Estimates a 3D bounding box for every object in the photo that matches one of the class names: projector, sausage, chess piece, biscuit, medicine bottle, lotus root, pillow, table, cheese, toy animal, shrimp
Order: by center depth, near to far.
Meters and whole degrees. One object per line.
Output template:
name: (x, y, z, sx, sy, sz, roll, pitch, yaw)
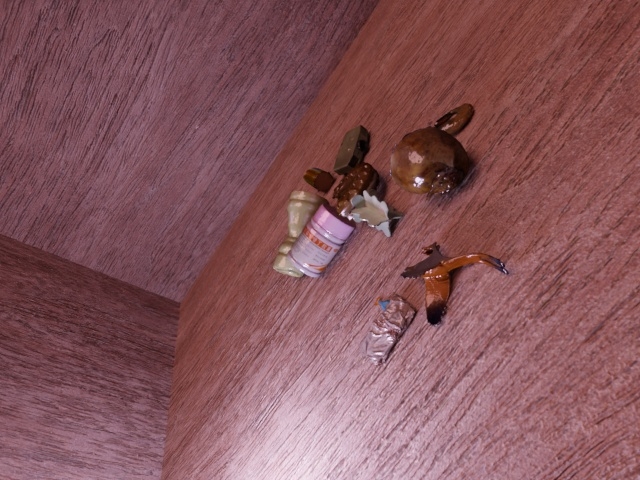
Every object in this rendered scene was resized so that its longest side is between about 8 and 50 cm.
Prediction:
toy animal: (0.401, 0.072, 1.319, 0.284, 0.225, 0.302, -31, 24, 16)
pillow: (0.231, 0.315, 1.460, 0.248, 0.049, 0.135, -60, 34, 8)
lotus root: (0.407, -0.263, 1.507, 0.272, 0.272, 0.192, -50, 39, 22)
cheese: (0.239, 0.241, 1.555, 0.047, 0.017, 0.111, -61, 26, -7)
shrimp: (0.522, -0.487, 1.721, 0.253, 0.058, 0.173, -27, 34, 44)
table: (0.241, -0.117, 1.759, 0.167, 0.166, 0.198, -58, 34, 7)
biscuit: (0.171, -0.249, 1.994, 0.268, 0.115, 0.366, -50, 18, 14)
medicine bottle: (0.000, 0.000, 2.006, 0.316, 0.202, 0.202, -55, 27, 14)
chess piece: (-0.117, -0.030, 2.250, 0.234, 0.234, 0.442, -7, 64, 59)
projector: (0.182, -0.502, 2.294, 0.193, 0.088, 0.270, -10, 57, 56)
sausage: (-0.030, -0.381, 2.526, 0.125, 0.117, 0.317, -46, 25, -2)
